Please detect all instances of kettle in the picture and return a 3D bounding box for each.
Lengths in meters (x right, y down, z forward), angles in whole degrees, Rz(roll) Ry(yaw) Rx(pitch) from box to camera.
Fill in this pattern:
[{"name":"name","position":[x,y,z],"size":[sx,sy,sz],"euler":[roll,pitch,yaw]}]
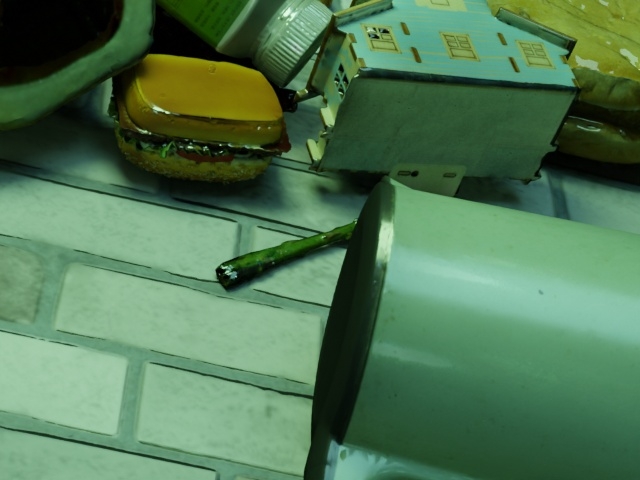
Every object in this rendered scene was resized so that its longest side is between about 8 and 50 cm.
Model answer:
[{"name":"kettle","position":[0.183,0.151,1.190],"size":[0.377,0.250,0.361],"euler":[14,66,-4]}]

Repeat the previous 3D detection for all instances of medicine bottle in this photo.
[{"name":"medicine bottle","position":[-0.083,-0.235,1.516],"size":[0.188,0.088,0.132],"euler":[38,18,1]}]

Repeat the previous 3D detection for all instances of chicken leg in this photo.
[{"name":"chicken leg","position":[-0.109,-0.188,1.590],"size":[0.219,0.048,0.089],"euler":[27,41,9]}]

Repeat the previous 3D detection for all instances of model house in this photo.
[{"name":"model house","position":[-0.282,-0.211,1.439],"size":[0.268,0.173,0.239],"euler":[-29,21,-21]},{"name":"model house","position":[0.095,-0.167,1.546],"size":[0.271,0.178,0.206],"euler":[0,48,-20]}]

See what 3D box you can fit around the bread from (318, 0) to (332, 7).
[{"name":"bread","position":[-0.053,-0.298,1.753],"size":[0.157,0.044,0.052],"euler":[31,33,13]}]

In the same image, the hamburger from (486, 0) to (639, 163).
[{"name":"hamburger","position":[0.282,-0.198,1.703],"size":[0.260,0.144,0.283],"euler":[11,42,-6]}]

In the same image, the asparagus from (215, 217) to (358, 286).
[{"name":"asparagus","position":[0.000,0.000,1.431],"size":[0.233,0.023,0.022],"euler":[-19,97,-39]}]

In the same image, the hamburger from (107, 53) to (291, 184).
[{"name":"hamburger","position":[-0.112,-0.109,1.459],"size":[0.166,0.087,0.137],"euler":[7,38,-18]}]
